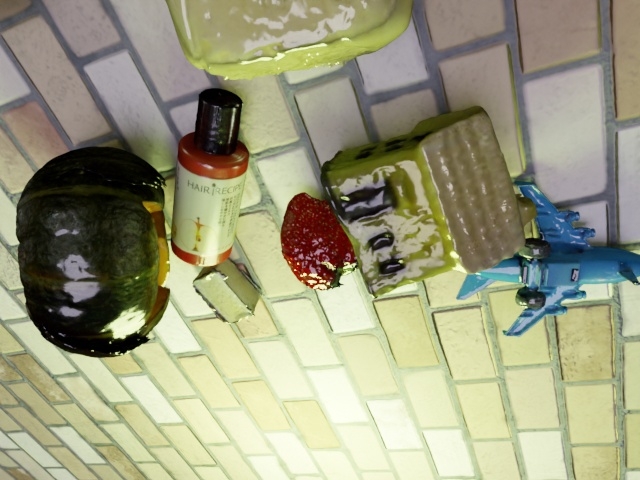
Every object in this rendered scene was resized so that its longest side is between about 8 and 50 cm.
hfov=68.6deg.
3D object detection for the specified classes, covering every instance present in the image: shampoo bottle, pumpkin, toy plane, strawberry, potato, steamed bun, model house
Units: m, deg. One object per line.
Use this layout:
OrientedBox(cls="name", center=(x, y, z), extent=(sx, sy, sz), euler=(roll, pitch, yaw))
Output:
OrientedBox(cls="shampoo bottle", center=(-0.169, -0.093, 0.718), extent=(0.104, 0.104, 0.278), euler=(18, 127, 0))
OrientedBox(cls="pumpkin", center=(-0.333, 0.014, 0.719), extent=(0.192, 0.320, 0.320), euler=(-1, 128, -12))
OrientedBox(cls="toy plane", center=(0.343, 0.038, 0.696), extent=(0.271, 0.105, 0.254), euler=(2, 111, 17))
OrientedBox(cls="strawberry", center=(-0.002, 0.005, 0.743), extent=(0.148, 0.131, 0.131), euler=(42, 126, 9))
OrientedBox(cls="potato", center=(-0.174, 0.092, 0.879), extent=(0.086, 0.061, 0.122), euler=(-25, 114, 28))
OrientedBox(cls="steamed bun", center=(-0.029, -0.303, 0.503), extent=(0.273, 0.166, 0.232), euler=(-9, 106, 11))
OrientedBox(cls="model house", center=(0.147, -0.061, 0.628), extent=(0.234, 0.175, 0.193), euler=(-19, 105, 15))
